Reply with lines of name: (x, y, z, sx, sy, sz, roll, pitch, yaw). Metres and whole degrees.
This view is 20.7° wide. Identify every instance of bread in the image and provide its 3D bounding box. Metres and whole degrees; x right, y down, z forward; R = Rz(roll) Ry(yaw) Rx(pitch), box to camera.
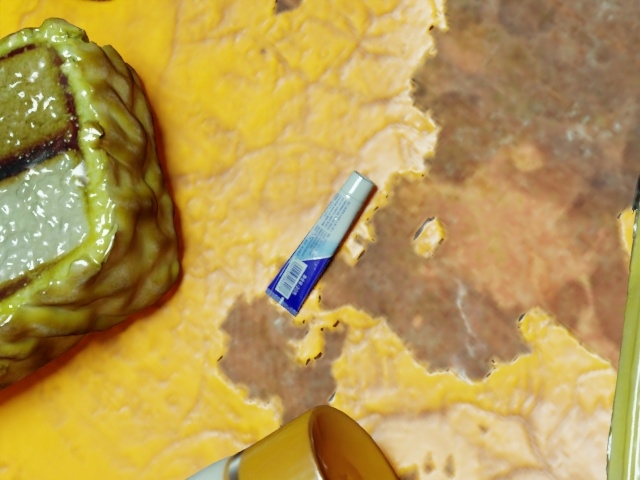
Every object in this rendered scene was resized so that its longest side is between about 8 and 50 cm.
bread: (-0.188, -0.007, 0.981, 0.222, 0.096, 0.181, -26, 67, 14)

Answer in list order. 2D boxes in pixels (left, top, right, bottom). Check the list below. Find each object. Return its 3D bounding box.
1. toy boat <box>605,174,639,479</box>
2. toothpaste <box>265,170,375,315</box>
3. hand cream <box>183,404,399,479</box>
toy boat: (0.195, 0.088, 0.779, 0.115, 0.089, 0.310, -2, 73, 39)
toothpaste: (0.000, 0.000, 0.940, 0.024, 0.015, 0.083, 37, 99, 27)
hand cream: (-0.098, 0.202, 0.890, 0.314, 0.089, 0.140, -31, 64, 19)
